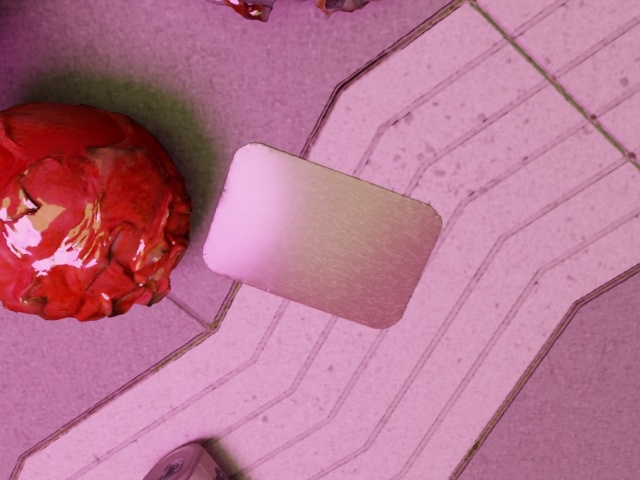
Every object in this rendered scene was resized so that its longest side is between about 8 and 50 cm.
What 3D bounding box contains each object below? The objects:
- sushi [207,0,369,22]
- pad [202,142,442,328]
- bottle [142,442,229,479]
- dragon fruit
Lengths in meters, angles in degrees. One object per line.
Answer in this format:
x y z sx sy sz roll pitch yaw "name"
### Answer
-0.035 -0.399 0.527 0.418 0.176 0.417 0 107 1 "sushi"
0.000 0.000 0.739 0.266 0.002 0.176 20 107 -5 "pad"
-0.138 0.392 0.807 0.110 0.110 0.233 -31 104 10 "bottle"
-0.258 -0.027 0.625 0.253 0.241 0.240 7 108 22 "dragon fruit"
